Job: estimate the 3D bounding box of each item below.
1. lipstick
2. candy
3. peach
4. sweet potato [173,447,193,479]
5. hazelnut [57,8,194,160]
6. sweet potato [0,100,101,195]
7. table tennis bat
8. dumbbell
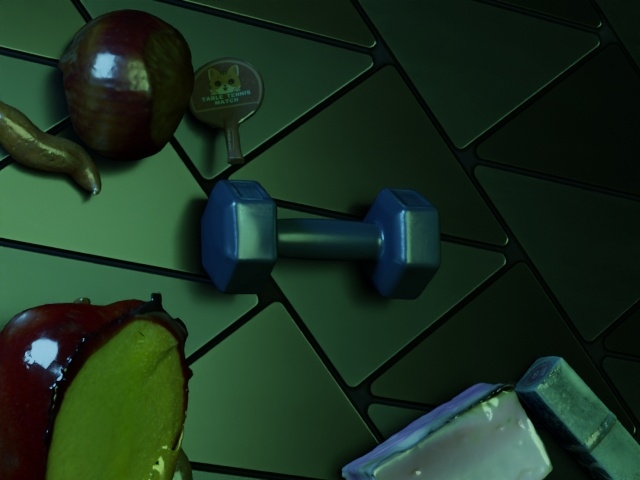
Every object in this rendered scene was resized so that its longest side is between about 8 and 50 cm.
[{"bbox_3d":[0.409,0.296,2.026,0.289,0.077,0.076,47,69,-11],"label":"lipstick"},{"bbox_3d":[0.179,0.318,1.910,0.265,0.116,0.155,-29,95,-23],"label":"candy"},{"bbox_3d":[-0.308,0.234,1.688,0.258,0.201,0.361,-2,98,-52],"label":"peach"},{"bbox_3d":[-0.203,0.333,1.786,0.081,0.062,0.233,-2,81,-21],"label":"sweet potato"},{"bbox_3d":[-0.247,-0.211,1.805,0.170,0.160,0.201,40,32,-25],"label":"hazelnut"},{"bbox_3d":[-0.369,-0.123,1.787,0.202,0.058,0.055,33,29,-19],"label":"sweet potato"},{"bbox_3d":[-0.120,-0.155,1.915,0.108,0.119,0.169,-10,62,2],"label":"table tennis bat"},{"bbox_3d":[0.000,0.000,1.868,0.316,0.156,0.143,2,52,-22],"label":"dumbbell"}]
